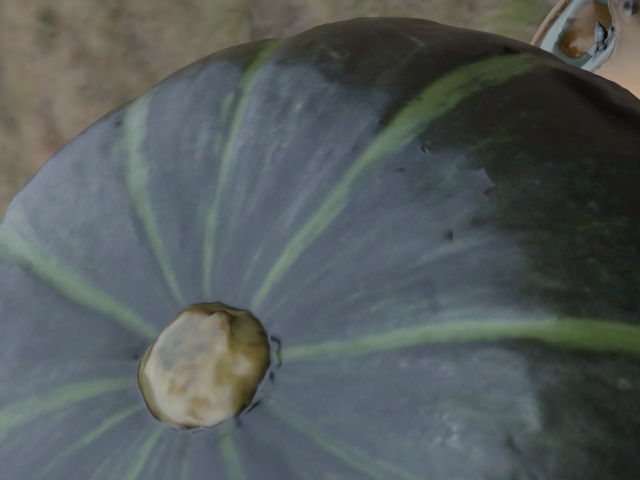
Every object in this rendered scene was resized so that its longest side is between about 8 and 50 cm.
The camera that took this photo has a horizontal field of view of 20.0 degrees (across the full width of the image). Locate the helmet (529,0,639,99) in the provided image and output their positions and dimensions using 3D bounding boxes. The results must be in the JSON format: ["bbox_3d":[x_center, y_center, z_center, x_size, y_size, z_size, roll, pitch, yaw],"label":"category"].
[{"bbox_3d":[0.231,-0.148,1.260,0.224,0.130,0.198,121,172,-52],"label":"helmet"}]

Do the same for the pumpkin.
[{"bbox_3d":[0.011,0.082,0.612,0.241,0.323,0.323,31,-143,-57],"label":"pumpkin"}]
